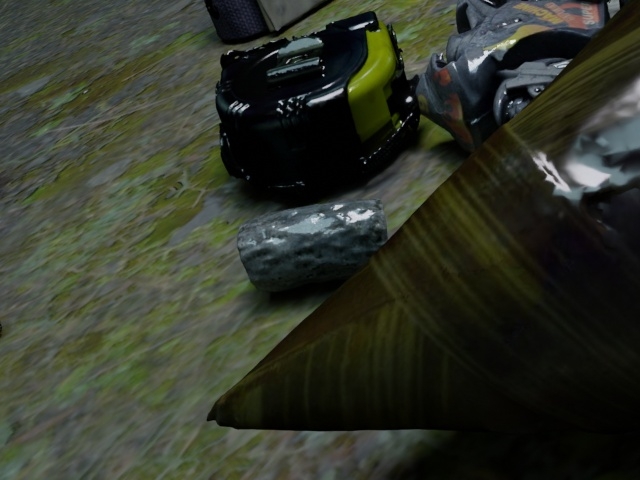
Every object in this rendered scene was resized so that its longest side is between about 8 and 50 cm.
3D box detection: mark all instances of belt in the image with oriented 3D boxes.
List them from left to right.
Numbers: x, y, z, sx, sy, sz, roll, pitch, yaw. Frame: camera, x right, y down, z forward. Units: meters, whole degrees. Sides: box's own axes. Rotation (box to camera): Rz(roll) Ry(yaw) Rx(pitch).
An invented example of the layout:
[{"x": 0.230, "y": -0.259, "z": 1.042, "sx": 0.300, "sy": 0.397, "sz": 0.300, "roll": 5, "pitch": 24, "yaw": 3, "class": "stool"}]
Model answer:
[{"x": -0.061, "y": -0.377, "z": 1.121, "sx": 0.230, "sy": 0.126, "sz": 0.139, "roll": -36, "pitch": 35, "yaw": -23, "class": "belt"}]

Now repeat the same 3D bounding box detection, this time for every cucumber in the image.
[{"x": -0.002, "y": 0.001, "z": 0.614, "sx": 0.112, "sy": 0.064, "sz": 0.064, "roll": -13, "pitch": 34, "yaw": 11, "class": "cucumber"}]

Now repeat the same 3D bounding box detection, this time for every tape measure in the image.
[{"x": -0.004, "y": -0.128, "z": 0.756, "sx": 0.199, "sy": 0.112, "sz": 0.186, "roll": -16, "pitch": 36, "yaw": 9, "class": "tape measure"}]

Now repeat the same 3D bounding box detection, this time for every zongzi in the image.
[{"x": 0.167, "y": -0.057, "z": 0.488, "sx": 0.432, "sy": 0.208, "sz": 0.403, "roll": -12, "pitch": 35, "yaw": 20, "class": "zongzi"}]

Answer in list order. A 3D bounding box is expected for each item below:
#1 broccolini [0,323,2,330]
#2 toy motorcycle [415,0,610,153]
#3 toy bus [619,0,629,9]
[{"x": -0.339, "y": 0.116, "z": 0.635, "sx": 0.058, "sy": 0.067, "sz": 0.216, "roll": -43, "pitch": 10, "yaw": 48, "class": "broccolini"}, {"x": 0.175, "y": -0.167, "z": 0.721, "sx": 0.173, "sy": 0.108, "sz": 0.307, "roll": -11, "pitch": 32, "yaw": 24, "class": "toy motorcycle"}, {"x": 0.343, "y": -0.220, "z": 0.743, "sx": 0.123, "sy": 0.060, "sz": 0.075, "roll": -17, "pitch": 38, "yaw": 9, "class": "toy bus"}]
